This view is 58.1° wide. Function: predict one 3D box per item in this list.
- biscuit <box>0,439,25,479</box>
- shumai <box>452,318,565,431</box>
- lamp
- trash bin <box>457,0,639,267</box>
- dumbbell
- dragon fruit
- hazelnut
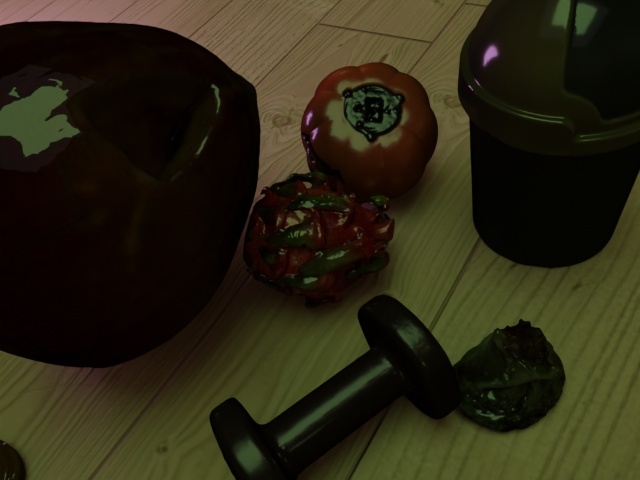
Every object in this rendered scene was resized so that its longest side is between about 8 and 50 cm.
[{"bbox_3d":[-0.381,0.294,0.623,0.124,0.026,0.175,-28,50,-9],"label":"biscuit"},{"bbox_3d":[0.191,0.129,0.582,0.124,0.087,0.099,-32,52,-12],"label":"shumai"},{"bbox_3d":[0.066,-0.141,0.791,0.188,0.164,0.187,-1,73,3],"label":"lamp"},{"bbox_3d":[0.258,-0.132,0.621,0.214,0.333,0.214,-7,48,8],"label":"trash bin"},{"bbox_3d":[0.015,0.164,0.562,0.226,0.140,0.124,-32,35,-14],"label":"dumbbell"},{"bbox_3d":[0.000,0.000,0.707,0.172,0.160,0.166,10,16,3],"label":"dragon fruit"},{"bbox_3d":[-0.256,-0.049,0.649,0.402,0.402,0.429,-33,14,-14],"label":"hazelnut"}]
